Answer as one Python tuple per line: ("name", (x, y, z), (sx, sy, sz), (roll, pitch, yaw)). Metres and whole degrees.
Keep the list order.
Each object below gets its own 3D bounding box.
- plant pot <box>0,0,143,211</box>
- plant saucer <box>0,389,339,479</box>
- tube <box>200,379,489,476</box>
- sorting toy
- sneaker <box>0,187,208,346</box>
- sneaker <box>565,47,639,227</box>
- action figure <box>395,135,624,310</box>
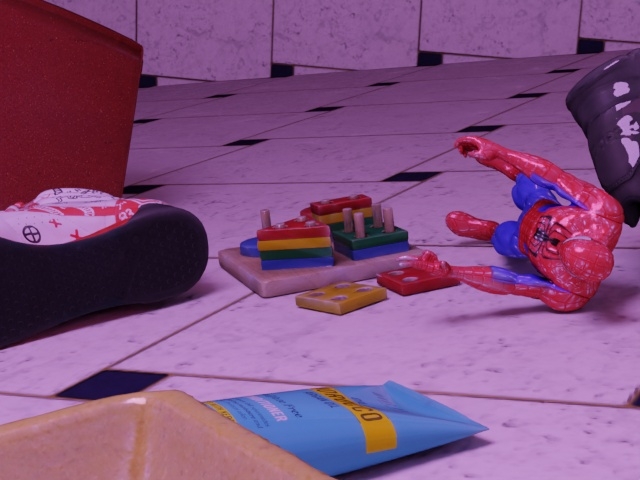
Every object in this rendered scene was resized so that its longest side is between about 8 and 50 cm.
("plant pot", (-0.308, -0.125, 1.292), (0.235, 0.267, 0.267), (9, 9, -13))
("plant saucer", (-0.116, 0.145, 0.301), (0.332, 0.081, 0.332), (-13, 13, -28))
("tube", (-0.028, 0.094, 0.594), (0.207, 0.052, 0.080), (-6, 20, -33))
("sorting toy", (0.000, 0.000, 1.002), (0.132, 0.046, 0.274), (-10, 13, -17))
("sneaker", (-0.230, 0.017, 0.944), (0.270, 0.090, 0.145), (-9, 11, -31))
("sneaker", (0.299, -0.037, 0.909), (0.286, 0.130, 0.109), (9, -31, -23))
("action figure", (0.113, -0.022, 0.887), (0.139, 0.092, 0.280), (19, 8, -13))
